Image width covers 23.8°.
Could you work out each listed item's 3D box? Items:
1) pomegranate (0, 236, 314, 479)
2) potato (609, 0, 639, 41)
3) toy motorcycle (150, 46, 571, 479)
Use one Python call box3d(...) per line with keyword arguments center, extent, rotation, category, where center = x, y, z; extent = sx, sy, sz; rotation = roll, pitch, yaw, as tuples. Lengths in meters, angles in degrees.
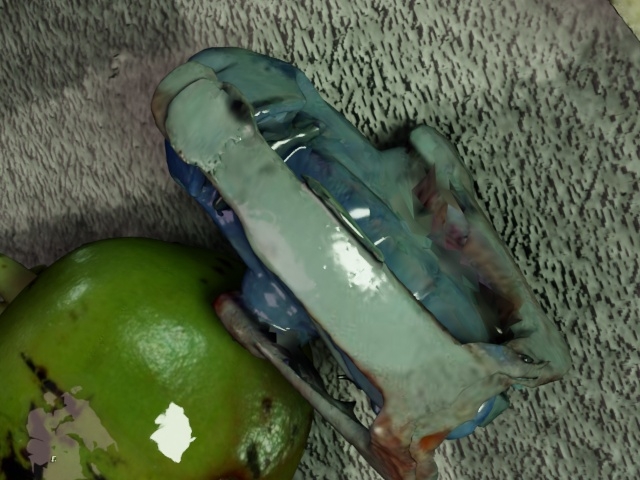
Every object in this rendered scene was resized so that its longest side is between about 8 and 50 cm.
box3d(center=(-0.155, 0.111, 1.117), extent=(0.341, 0.260, 0.260), rotation=(25, 124, 34), category="pomegranate")
box3d(center=(0.247, -0.211, 0.704), extent=(0.239, 0.116, 0.299), rotation=(3, 100, 34), category="potato")
box3d(center=(0.018, -0.016, 0.938), extent=(0.319, 0.182, 0.241), rotation=(49, 160, 12), category="toy motorcycle")
